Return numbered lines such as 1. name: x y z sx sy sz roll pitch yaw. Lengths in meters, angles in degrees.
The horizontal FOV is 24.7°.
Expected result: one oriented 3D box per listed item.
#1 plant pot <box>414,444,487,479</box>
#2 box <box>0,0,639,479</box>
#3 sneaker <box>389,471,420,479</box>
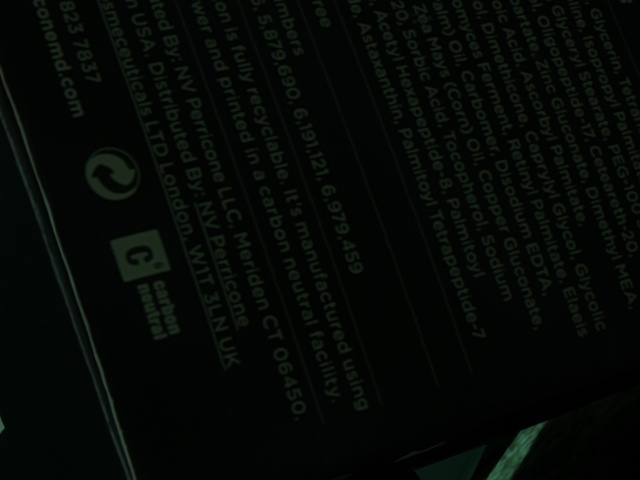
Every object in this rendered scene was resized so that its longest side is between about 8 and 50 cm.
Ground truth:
1. plant pot: -0.014 0.187 1.264 0.252 0.247 0.248 -68 11 -24
2. box: 0.000 0.000 0.877 0.472 0.297 0.480 -16 -11 -27
3. sneaker: 0.036 0.254 1.072 0.227 0.087 0.130 -57 9 -32
